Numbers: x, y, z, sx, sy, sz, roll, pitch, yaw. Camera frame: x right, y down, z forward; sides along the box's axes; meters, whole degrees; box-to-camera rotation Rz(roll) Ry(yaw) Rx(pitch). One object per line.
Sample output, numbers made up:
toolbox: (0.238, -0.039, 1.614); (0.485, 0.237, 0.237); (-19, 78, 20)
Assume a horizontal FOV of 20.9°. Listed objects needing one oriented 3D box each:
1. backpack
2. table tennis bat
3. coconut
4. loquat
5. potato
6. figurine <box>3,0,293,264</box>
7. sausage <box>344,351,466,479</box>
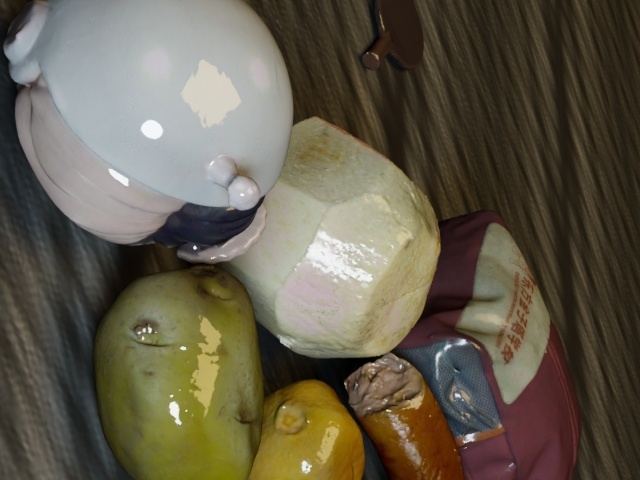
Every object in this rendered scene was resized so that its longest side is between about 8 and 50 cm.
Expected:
backpack: (0.165, 0.163, 1.829); (0.317, 0.197, 0.283); (66, 30, -26)
table tennis bat: (0.127, -0.254, 2.016); (0.107, 0.119, 0.170); (63, 31, -19)
coconut: (0.000, 0.000, 1.635); (0.237, 0.237, 0.197); (32, 92, -50)
loquat: (-0.012, 0.200, 1.602); (0.137, 0.113, 0.137); (-12, 90, -73)
potato: (-0.112, 0.120, 1.433); (0.154, 0.137, 0.200); (1, 89, -44)
figurine: (-0.148, -0.170, 1.439); (0.253, 0.211, 0.361); (2, 73, -26)
sausage: (0.092, 0.243, 1.685); (0.076, 0.102, 0.302); (-61, 148, -49)
